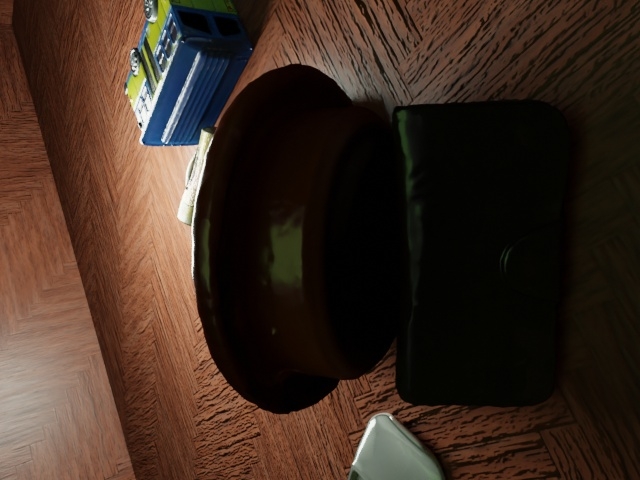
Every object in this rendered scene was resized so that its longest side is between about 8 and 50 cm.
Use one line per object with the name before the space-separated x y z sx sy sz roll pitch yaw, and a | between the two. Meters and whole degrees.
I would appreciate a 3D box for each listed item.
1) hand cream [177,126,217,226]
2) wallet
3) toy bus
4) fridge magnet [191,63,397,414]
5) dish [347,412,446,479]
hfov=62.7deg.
hand cream | -0.226 -0.126 1.041 0.084 0.084 0.203 37 120 42
wallet | 0.154 0.021 0.518 0.165 0.042 0.309 0 103 7
toy bus | -0.257 -0.320 0.977 0.288 0.138 0.175 -45 62 47
fridge magnet | 0.000 0.000 0.561 0.155 0.364 0.363 3 102 27
dish | 0.089 0.361 0.750 0.154 0.064 0.234 36 124 43
